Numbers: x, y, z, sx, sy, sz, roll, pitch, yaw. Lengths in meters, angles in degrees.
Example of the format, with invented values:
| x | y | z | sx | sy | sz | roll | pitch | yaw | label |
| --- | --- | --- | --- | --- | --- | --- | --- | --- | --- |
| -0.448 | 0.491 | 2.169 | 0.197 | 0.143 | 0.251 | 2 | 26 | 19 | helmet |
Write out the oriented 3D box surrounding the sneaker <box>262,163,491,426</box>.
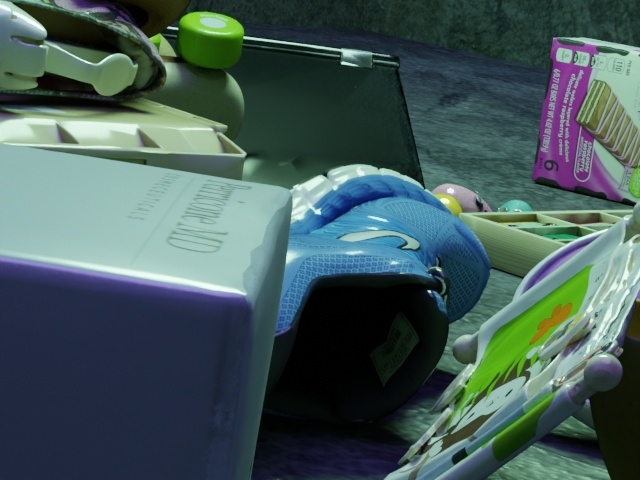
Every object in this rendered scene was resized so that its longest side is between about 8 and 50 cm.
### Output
| x | y | z | sx | sy | sz | roll | pitch | yaw | label |
| --- | --- | --- | --- | --- | --- | --- | --- | --- | --- |
| 0.012 | 0.045 | 1.089 | 0.147 | 0.129 | 0.330 | 32 | 21 | 25 | sneaker |

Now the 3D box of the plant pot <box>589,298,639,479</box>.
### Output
| x | y | z | sx | sy | sz | roll | pitch | yaw | label |
| --- | --- | --- | --- | --- | --- | --- | --- | --- | --- |
| 0.189 | 0.091 | 0.974 | 0.134 | 0.095 | 0.134 | 8 | 10 | -1 | plant pot |

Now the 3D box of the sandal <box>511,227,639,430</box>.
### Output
| x | y | z | sx | sy | sz | roll | pitch | yaw | label |
| --- | --- | --- | --- | --- | --- | --- | --- | --- | --- |
| 0.306 | 0.053 | 1.059 | 0.416 | 0.102 | 0.169 | 13 | 51 | 18 | sandal |

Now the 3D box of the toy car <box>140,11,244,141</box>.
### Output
| x | y | z | sx | sy | sz | roll | pitch | yaw | label |
| --- | --- | --- | --- | --- | --- | --- | --- | --- | --- |
| -0.164 | -0.125 | 1.567 | 0.149 | 0.155 | 0.188 | -8 | 32 | -35 | toy car |

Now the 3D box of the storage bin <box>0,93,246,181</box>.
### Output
| x | y | z | sx | sy | sz | roll | pitch | yaw | label |
| --- | --- | --- | --- | --- | --- | --- | --- | --- | --- |
| -0.224 | -0.037 | 1.273 | 0.262 | 0.123 | 0.260 | 1 | 13 | -39 | storage bin |

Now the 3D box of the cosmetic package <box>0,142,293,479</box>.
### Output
| x | y | z | sx | sy | sz | roll | pitch | yaw | label |
| --- | --- | --- | --- | --- | --- | --- | --- | --- | --- |
| -0.249 | 0.037 | 0.732 | 0.453 | 0.161 | 0.230 | 9 | 10 | 0 | cosmetic package |

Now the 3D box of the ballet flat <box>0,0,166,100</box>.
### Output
| x | y | z | sx | sy | sz | roll | pitch | yaw | label |
| --- | --- | --- | --- | --- | --- | --- | --- | --- | --- |
| -0.178 | -0.119 | 1.229 | 0.079 | 0.077 | 0.221 | 30 | 18 | 34 | ballet flat |

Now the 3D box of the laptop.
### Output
| x | y | z | sx | sy | sz | roll | pitch | yaw | label |
| --- | --- | --- | --- | --- | --- | --- | --- | --- | --- |
| -0.129 | -0.066 | 1.799 | 0.382 | 0.236 | 0.408 | 7 | -18 | -11 | laptop |

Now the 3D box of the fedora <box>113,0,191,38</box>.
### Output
| x | y | z | sx | sy | sz | roll | pitch | yaw | label |
| --- | --- | --- | --- | --- | --- | --- | --- | --- | --- |
| -0.185 | -0.179 | 1.355 | 0.194 | 0.079 | 0.194 | -10 | -10 | -2 | fedora |

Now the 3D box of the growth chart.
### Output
| x | y | z | sx | sy | sz | roll | pitch | yaw | label |
| --- | --- | --- | --- | --- | --- | --- | --- | --- | --- |
| 0.092 | 0.062 | 0.929 | 0.021 | 0.172 | 0.237 | 47 | 26 | -5 | growth chart |

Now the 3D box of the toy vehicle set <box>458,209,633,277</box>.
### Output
| x | y | z | sx | sy | sz | roll | pitch | yaw | label |
| --- | --- | --- | --- | --- | --- | --- | --- | --- | --- |
| 0.260 | 0.011 | 1.639 | 0.267 | 0.035 | 0.166 | -2 | 15 | -44 | toy vehicle set |

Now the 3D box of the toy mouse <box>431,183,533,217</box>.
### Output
| x | y | z | sx | sy | sz | roll | pitch | yaw | label |
| --- | --- | --- | --- | --- | --- | --- | --- | --- | --- |
| 0.142 | -0.027 | 1.761 | 0.143 | 0.031 | 0.161 | 3 | 12 | -29 | toy mouse |

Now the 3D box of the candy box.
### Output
| x | y | z | sx | sy | sz | roll | pitch | yaw | label |
| --- | --- | --- | --- | --- | --- | --- | --- | --- | --- |
| 0.345 | -0.115 | 2.057 | 0.233 | 0.159 | 0.071 | 14 | 13 | 32 | candy box |
